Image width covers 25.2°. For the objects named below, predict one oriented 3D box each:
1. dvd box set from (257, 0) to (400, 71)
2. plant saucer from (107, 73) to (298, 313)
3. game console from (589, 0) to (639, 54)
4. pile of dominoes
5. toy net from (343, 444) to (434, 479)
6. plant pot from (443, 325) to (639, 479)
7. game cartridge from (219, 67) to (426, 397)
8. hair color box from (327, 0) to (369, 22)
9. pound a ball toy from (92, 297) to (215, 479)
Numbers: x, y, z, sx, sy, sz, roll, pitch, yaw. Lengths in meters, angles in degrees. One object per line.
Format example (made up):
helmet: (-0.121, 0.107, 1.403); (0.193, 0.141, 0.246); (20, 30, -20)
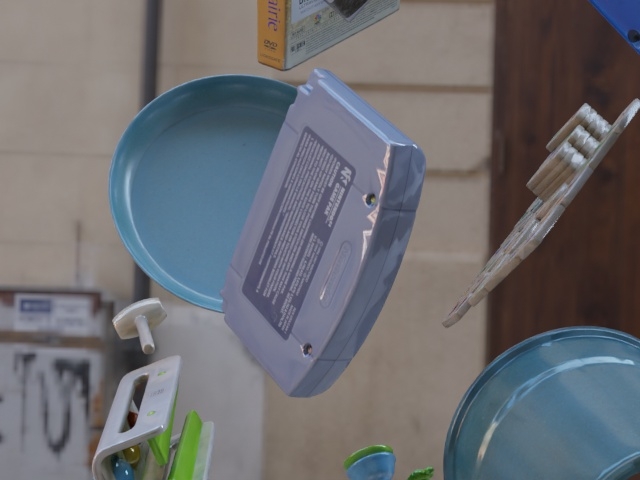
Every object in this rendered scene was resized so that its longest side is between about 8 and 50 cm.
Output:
dvd box set: (0.020, -0.489, 2.070); (0.062, 0.420, 0.307); (22, 38, 29)
plant saucer: (-0.092, -0.051, 1.694); (0.317, 0.317, 0.044); (2, -26, -10)
game console: (0.412, -0.248, 1.262); (0.250, 0.293, 0.173); (-36, -11, -23)
pile of dominoes: (0.189, -0.031, 1.316); (0.251, 0.040, 0.196); (-47, -3, -40)
toy net: (0.047, 0.349, 1.901); (0.122, 0.045, 0.232); (5, -40, -37)
plant pot: (0.344, 0.302, 1.648); (0.341, 0.341, 0.334); (2, 10, -9)
game cartridge: (0.000, 0.000, 1.438); (0.060, 0.294, 0.196); (5, 29, -35)
hair color box: (0.113, -0.464, 1.831); (0.113, 0.374, 0.185); (46, 7, 9)
pound a ball toy: (-0.248, 0.231, 1.935); (0.136, 0.208, 0.319); (-23, 15, 5)
